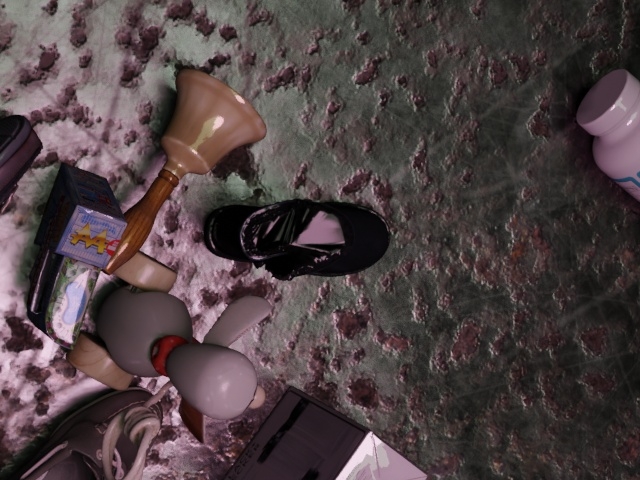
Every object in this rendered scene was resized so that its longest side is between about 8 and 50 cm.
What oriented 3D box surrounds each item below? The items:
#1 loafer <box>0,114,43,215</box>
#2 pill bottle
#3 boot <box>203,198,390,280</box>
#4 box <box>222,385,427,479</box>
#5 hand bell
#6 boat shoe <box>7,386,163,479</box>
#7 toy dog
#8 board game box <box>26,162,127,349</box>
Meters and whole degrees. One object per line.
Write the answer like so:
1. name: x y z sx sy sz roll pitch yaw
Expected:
1. loafer: -0.416 -0.011 1.419 0.302 0.109 0.095 -43 125 -6
2. pill bottle: 0.462 -0.111 1.694 0.264 0.146 0.146 37 81 -19
3. boot: 0.000 0.000 1.501 0.246 0.207 0.094 4 92 -21
4. box: -0.009 0.279 1.472 0.087 0.290 0.169 39 82 -16
5. hand bell: -0.179 -0.064 1.458 0.126 0.126 0.242 40 72 -17
6. boat shoe: -0.299 0.290 1.444 0.335 0.095 0.112 -34 121 -25
7. toy dog: -0.149 0.132 1.427 0.161 0.334 0.220 26 110 -36
8. board game box: -0.274 0.014 1.410 0.060 0.194 0.194 20 86 -20
